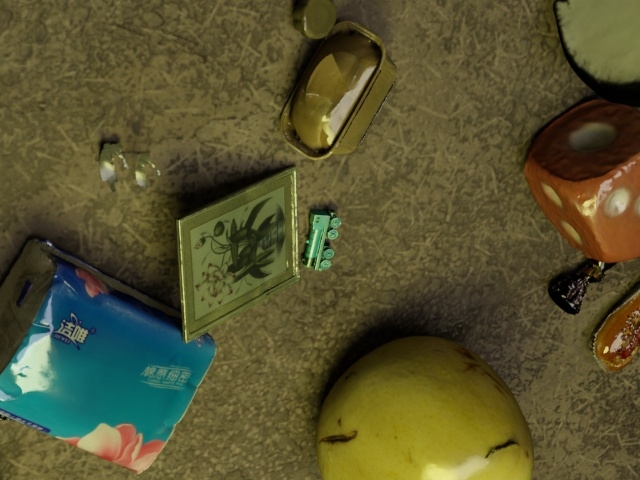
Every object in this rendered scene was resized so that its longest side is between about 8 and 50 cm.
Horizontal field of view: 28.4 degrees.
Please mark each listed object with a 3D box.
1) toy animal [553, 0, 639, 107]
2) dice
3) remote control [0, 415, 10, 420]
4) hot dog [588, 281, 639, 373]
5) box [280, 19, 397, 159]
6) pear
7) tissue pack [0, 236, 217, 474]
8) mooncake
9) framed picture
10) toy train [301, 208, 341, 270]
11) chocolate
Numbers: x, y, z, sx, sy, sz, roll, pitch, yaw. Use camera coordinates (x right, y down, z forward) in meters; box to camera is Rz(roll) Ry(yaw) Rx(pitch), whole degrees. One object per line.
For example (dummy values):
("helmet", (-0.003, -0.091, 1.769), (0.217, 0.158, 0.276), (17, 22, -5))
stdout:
("toy animal", (0.498, -0.292, 1.732), (0.310, 0.251, 0.251), (5, 112, -42))
("dice", (0.410, -0.083, 1.815), (0.174, 0.175, 0.179), (-35, 129, -9))
("remote control", (-0.389, 0.189, 1.620), (0.039, 0.014, 0.096), (7, 112, -35))
("hot dog", (0.514, 0.132, 2.054), (0.191, 0.059, 0.108), (-49, 131, 0))
("box", (0.022, -0.187, 1.597), (0.111, 0.111, 0.177), (23, 102, -35))
("pear", (0.152, 0.291, 1.798), (0.309, 0.309, 0.309), (-12, 120, -23))
("tissue pack", (-0.285, 0.147, 1.569), (0.270, 0.137, 0.209), (33, 86, -36))
("mooncake", (-0.120, -0.180, 1.550), (0.347, 0.057, 0.150), (-24, 111, -13))
("framed picture", (-0.101, 0.015, 1.620), (0.231, 0.010, 0.173), (-29, 126, -46))
("toy train", (0.000, 0.000, 1.726), (0.045, 0.029, 0.092), (4, 114, -22))
("chocolate", (0.421, 0.047, 1.957), (0.147, 0.070, 0.072), (-43, 154, -2))
